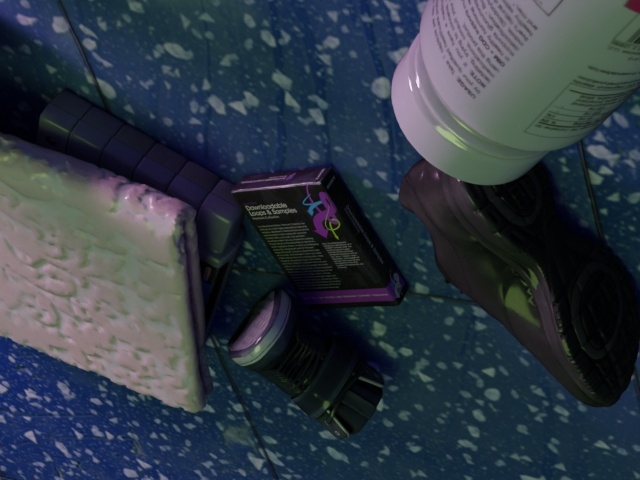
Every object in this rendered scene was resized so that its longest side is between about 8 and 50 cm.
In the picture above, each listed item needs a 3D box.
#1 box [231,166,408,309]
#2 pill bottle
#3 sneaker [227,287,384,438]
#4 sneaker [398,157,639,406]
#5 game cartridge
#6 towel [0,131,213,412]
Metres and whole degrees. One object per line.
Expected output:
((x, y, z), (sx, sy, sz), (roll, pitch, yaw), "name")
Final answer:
((0.000, 0.000, 1.635), (0.116, 0.029, 0.162), (-4, 132, 40), "box")
((0.169, -0.164, 1.213), (0.160, 0.160, 0.283), (36, 143, -4), "pill bottle")
((-0.008, 0.127, 1.685), (0.163, 0.086, 0.226), (38, 177, -2), "sneaker")
((0.177, 0.028, 1.491), (0.130, 0.109, 0.286), (-14, 114, 52), "sneaker")
((-0.209, 0.017, 1.787), (0.230, 0.068, 0.355), (33, 144, 8), "game cartridge")
((-0.264, 0.020, 1.741), (0.332, 0.053, 0.317), (20, 143, 19), "towel")
